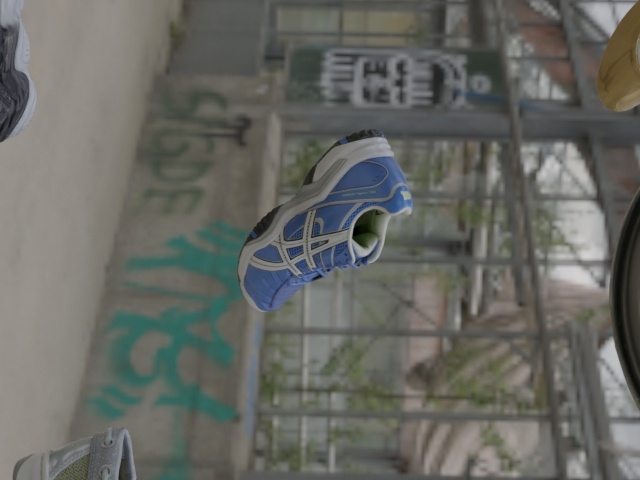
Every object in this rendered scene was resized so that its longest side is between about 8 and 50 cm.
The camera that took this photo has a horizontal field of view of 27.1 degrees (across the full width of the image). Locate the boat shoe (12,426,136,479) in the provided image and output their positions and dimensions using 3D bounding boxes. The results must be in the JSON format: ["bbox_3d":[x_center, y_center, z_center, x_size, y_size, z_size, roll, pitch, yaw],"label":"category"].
[{"bbox_3d":[-0.166,0.306,1.087,0.118,0.103,0.320,66,1,-57],"label":"boat shoe"}]

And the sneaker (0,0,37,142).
[{"bbox_3d":[-0.319,-0.157,1.076,0.153,0.101,0.269,-50,153,-36],"label":"sneaker"}]

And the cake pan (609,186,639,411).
[{"bbox_3d":[0.318,0.033,0.763,0.054,0.293,0.293,83,9,-71],"label":"cake pan"}]

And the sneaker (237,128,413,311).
[{"bbox_3d":[0.000,0.000,1.154,0.211,0.080,0.081,-51,-118,35],"label":"sneaker"}]

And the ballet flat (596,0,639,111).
[{"bbox_3d":[0.359,-0.227,1.315,0.232,0.080,0.073,-56,-160,0],"label":"ballet flat"}]
